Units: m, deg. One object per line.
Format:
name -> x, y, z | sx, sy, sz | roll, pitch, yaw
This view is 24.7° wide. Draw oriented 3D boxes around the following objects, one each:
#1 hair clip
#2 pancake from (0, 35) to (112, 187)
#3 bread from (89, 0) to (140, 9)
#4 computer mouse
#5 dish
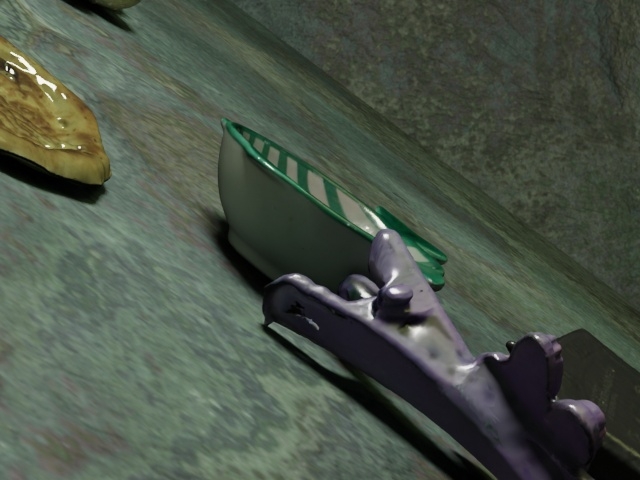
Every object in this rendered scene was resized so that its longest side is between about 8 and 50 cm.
hair clip -> 0.096, 0.091, 0.939 | 0.278, 0.137, 0.090 | 38, 46, 12
pancake -> -0.231, -0.104, 0.961 | 0.212, 0.029, 0.235 | 43, 14, 27
bread -> -0.337, -0.356, 1.664 | 0.316, 0.054, 0.316 | 35, 9, -6
computer mouse -> 0.246, 0.168, 1.156 | 0.264, 0.088, 0.147 | 37, 29, 3
dish -> 0.000, 0.000, 1.103 | 0.224, 0.078, 0.246 | 39, 8, 32
